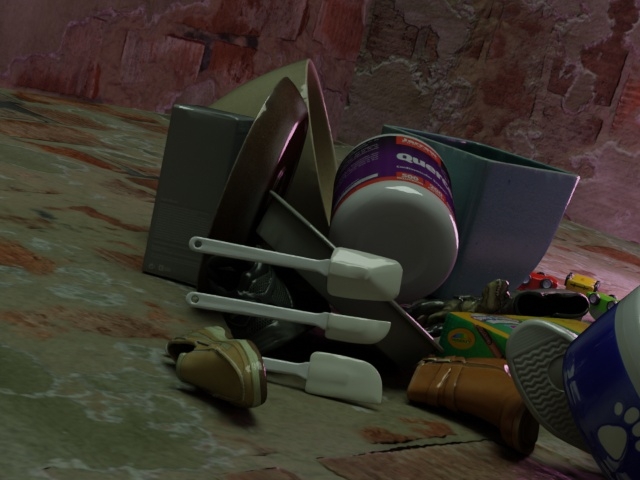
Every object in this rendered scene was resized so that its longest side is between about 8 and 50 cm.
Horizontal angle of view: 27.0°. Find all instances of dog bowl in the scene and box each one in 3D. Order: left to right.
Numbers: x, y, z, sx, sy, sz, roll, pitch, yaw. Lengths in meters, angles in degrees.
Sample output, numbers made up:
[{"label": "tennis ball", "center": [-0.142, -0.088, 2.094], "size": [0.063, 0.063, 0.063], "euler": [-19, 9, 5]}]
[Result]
[{"label": "dog bowl", "center": [0.361, 0.170, 1.283], "size": [0.265, 0.104, 0.264], "euler": [31, 33, -24]}]

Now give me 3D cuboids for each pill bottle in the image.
[{"label": "pill bottle", "center": [0.106, -0.047, 1.955], "size": [0.182, 0.181, 0.323], "euler": [14, 23, -3]}]

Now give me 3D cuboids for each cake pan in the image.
[{"label": "cake pan", "center": [0.029, 0.055, 1.636], "size": [0.293, 0.054, 0.293], "euler": [43, -1, 1]}]

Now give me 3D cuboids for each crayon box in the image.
[{"label": "crayon box", "center": [0.302, 0.159, 1.717], "size": [0.279, 0.081, 0.165], "euler": [6, 12, -42]}]

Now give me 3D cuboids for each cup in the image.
[{"label": "cup", "center": [-0.103, -0.100, 2.065], "size": [0.237, 0.331, 0.331], "euler": [-8, 7, 6]}]

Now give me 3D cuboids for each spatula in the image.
[{"label": "spatula", "center": [-0.039, 0.078, 1.466], "size": [0.242, 0.168, 0.019], "euler": [10, -11, 0]}]

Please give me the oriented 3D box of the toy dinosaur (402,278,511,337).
[{"label": "toy dinosaur", "center": [0.150, 0.106, 1.805], "size": [0.118, 0.064, 0.268], "euler": [-19, 2, -32]}]

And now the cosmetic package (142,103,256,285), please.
[{"label": "cosmetic package", "center": [-0.168, -0.067, 1.849], "size": [0.107, 0.237, 0.127], "euler": [16, 10, 7]}]

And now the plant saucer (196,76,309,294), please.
[{"label": "plant saucer", "center": [-0.081, -0.063, 1.754], "size": [0.050, 0.310, 0.310], "euler": [21, 10, 4]}]

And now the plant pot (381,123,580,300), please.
[{"label": "plant pot", "center": [0.233, -0.032, 2.216], "size": [0.248, 0.252, 0.247], "euler": [6, 13, -42]}]

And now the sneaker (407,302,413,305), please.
[{"label": "sneaker", "center": [0.092, 0.039, 2.100], "size": [0.092, 0.087, 0.228], "euler": [11, 8, -10]}]

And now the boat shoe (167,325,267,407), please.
[{"label": "boat shoe", "center": [-0.111, 0.131, 1.347], "size": [0.072, 0.068, 0.190], "euler": [-2, 5, -21]}]

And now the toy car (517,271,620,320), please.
[{"label": "toy car", "center": [0.467, 0.107, 2.369], "size": [0.239, 0.053, 0.225], "euler": [6, 13, -40]}]

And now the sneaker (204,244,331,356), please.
[{"label": "sneaker", "center": [-0.061, 0.062, 1.579], "size": [0.087, 0.130, 0.227], "euler": [-27, -3, 19]}]

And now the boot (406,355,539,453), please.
[{"label": "boot", "center": [0.171, 0.179, 1.484], "size": [0.152, 0.072, 0.197], "euler": [8, 10, 12]}]

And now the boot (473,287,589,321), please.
[{"label": "boot", "center": [0.332, 0.106, 1.928], "size": [0.247, 0.083, 0.161], "euler": [-2, -7, -36]}]

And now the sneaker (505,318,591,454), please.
[{"label": "sneaker", "center": [0.299, 0.172, 1.430], "size": [0.256, 0.094, 0.151], "euler": [43, 13, -1]}]
